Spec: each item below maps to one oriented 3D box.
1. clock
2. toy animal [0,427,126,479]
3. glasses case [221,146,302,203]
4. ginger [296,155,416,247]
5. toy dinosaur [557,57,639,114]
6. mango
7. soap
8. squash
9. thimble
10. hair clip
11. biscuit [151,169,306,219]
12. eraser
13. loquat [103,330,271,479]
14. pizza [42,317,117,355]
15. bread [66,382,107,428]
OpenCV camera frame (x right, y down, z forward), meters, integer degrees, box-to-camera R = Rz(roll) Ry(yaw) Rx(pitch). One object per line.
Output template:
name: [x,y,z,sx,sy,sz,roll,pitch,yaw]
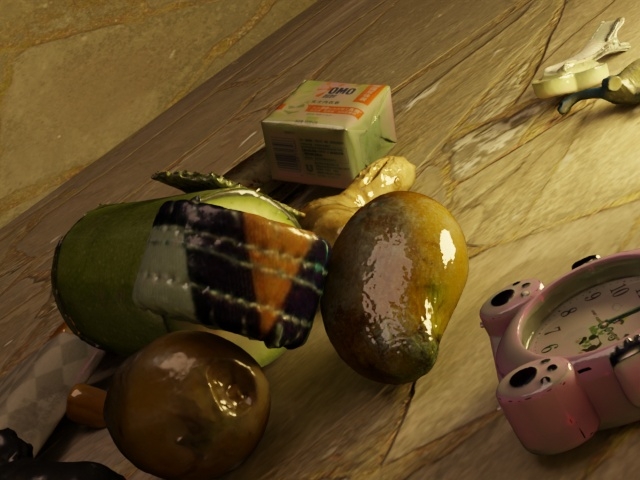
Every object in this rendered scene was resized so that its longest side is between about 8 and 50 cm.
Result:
clock: [0.283,0.087,0.998,0.248,0.090,0.227,-25,20,13]
toy animal: [-0.372,0.326,1.310,0.343,0.106,0.168,6,41,47]
glasses case: [-0.188,-0.059,2.050,0.425,0.098,0.156,-39,27,-23]
ginger: [-0.019,-0.010,1.648,0.363,0.122,0.348,-17,13,11]
toy dinosaur: [0.484,-0.257,1.583,0.248,0.075,0.188,-36,11,5]
mango: [0.093,0.060,1.285,0.193,0.146,0.316,-27,34,22]
soap: [0.019,-0.202,1.960,0.199,0.138,0.182,9,38,30]
squash: [-0.214,0.060,1.557,0.263,0.263,0.384,-42,22,-28]
thimble: [-0.103,0.044,1.273,0.237,0.237,0.150,3,75,59]
hair clip: [0.426,-0.292,1.747,0.218,0.071,0.159,-36,16,-29]
biscuit: [-0.132,-0.065,1.541,0.144,0.203,0.016,-4,67,57]
eraser: [-0.495,0.306,1.605,0.213,0.082,0.397,-35,15,30]
loquat: [-0.161,0.200,1.250,0.227,0.179,0.179,-28,16,47]
pizza: [-0.393,0.154,1.859,0.226,0.086,0.335,-39,18,-8]
bread: [-0.334,0.258,1.580,0.049,0.103,0.062,-63,-9,-74]
